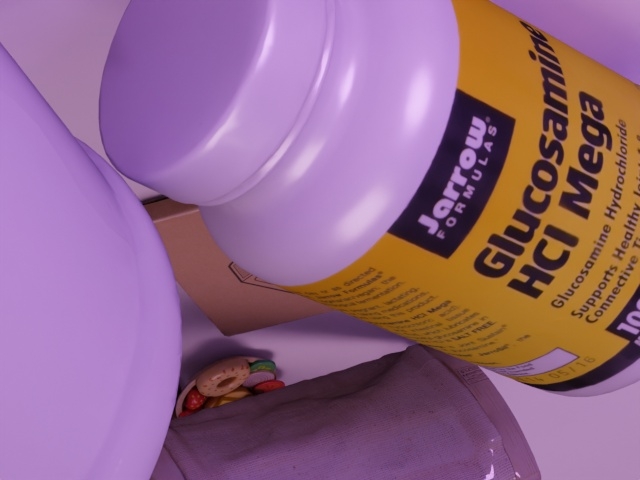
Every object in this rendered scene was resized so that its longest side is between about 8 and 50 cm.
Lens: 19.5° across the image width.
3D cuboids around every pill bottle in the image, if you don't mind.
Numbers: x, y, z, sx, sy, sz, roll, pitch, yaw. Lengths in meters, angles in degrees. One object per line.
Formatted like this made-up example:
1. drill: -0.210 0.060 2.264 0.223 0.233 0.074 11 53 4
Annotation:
1. pill bottle: 0.054 -0.044 1.016 0.334 0.188 0.188 22 138 -36

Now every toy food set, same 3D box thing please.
1. toy food set: -0.067 0.114 1.380 0.082 0.020 0.083 9 130 -42

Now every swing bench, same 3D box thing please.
1. swing bench: -0.017 0.190 1.337 0.253 0.165 0.255 -14 150 -23

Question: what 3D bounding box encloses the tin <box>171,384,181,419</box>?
1. tin: -0.179 0.112 1.368 0.106 0.040 0.189 -27 141 24

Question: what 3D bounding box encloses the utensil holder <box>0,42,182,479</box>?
1. utensil holder: -0.281 -0.016 0.761 0.327 0.328 0.385 -15 144 15

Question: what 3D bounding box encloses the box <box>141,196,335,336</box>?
1. box: 0.000 0.000 1.232 0.201 0.021 0.164 -15 146 14
